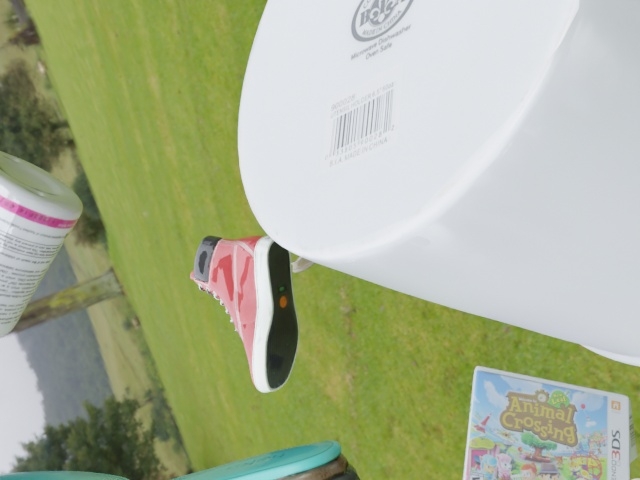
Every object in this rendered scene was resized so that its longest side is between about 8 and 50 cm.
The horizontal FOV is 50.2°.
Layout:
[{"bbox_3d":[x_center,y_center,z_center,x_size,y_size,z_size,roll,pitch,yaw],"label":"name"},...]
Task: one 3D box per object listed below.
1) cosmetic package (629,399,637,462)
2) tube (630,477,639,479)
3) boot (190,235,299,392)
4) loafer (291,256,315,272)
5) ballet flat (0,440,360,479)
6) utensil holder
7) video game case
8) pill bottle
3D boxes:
[{"bbox_3d":[0.713,0.502,1.793,0.183,0.151,0.151,-10,81,35],"label":"cosmetic package"},{"bbox_3d":[0.587,0.463,1.203,0.240,0.070,0.062,36,-137,-50],"label":"tube"},{"bbox_3d":[-0.130,0.113,1.086,0.176,0.088,0.244,0,95,33],"label":"boot"},{"bbox_3d":[0.000,0.000,1.222,0.050,0.148,0.056,49,-179,0],"label":"loafer"},{"bbox_3d":[-0.108,0.179,0.390,0.095,0.280,0.096,6,-106,-70],"label":"ballet flat"},{"bbox_3d":[0.178,-0.091,0.521,0.327,0.385,0.328,-27,55,45],"label":"utensil holder"},{"bbox_3d":[0.302,0.279,0.910,0.023,0.212,0.193,90,-168,-60],"label":"video game case"},{"bbox_3d":[-0.458,0.033,0.916,0.160,0.283,0.160,32,-174,-4],"label":"pill bottle"}]
